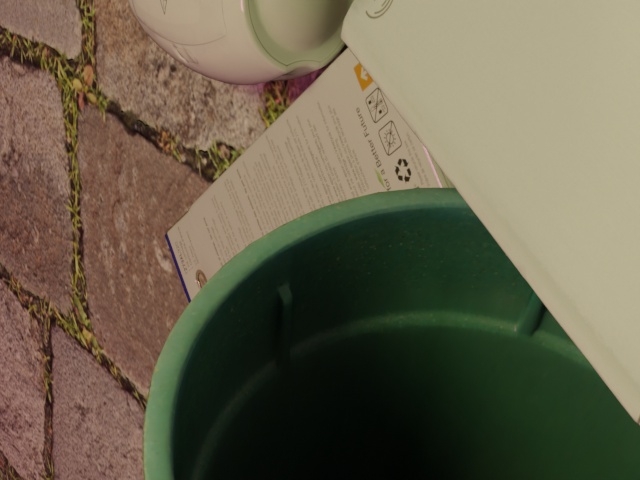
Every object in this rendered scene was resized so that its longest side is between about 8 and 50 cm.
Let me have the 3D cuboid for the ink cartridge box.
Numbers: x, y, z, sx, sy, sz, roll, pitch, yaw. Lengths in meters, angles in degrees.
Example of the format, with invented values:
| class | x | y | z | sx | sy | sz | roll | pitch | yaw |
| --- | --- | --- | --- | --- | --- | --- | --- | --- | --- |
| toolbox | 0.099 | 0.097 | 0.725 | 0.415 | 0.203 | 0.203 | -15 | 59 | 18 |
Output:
| class | x | y | z | sx | sy | sz | roll | pitch | yaw |
| --- | --- | --- | --- | --- | --- | --- | --- | --- | --- |
| ink cartridge box | 0.000 | 0.000 | 0.866 | 0.371 | 0.069 | 0.175 | -36 | 72 | 51 |

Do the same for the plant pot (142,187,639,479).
| class | x | y | z | sx | sy | sz | roll | pitch | yaw |
| --- | --- | --- | --- | --- | --- | --- | --- | --- | --- |
| plant pot | 0.067 | 0.207 | 0.628 | 0.341 | 0.341 | 0.334 | 51 | 146 | 33 |

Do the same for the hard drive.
| class | x | y | z | sx | sy | sz | roll | pitch | yaw |
| --- | --- | --- | --- | --- | --- | --- | --- | --- | --- |
| hard drive | 0.144 | -0.099 | 0.524 | 0.233 | 0.047 | 0.353 | -58 | 39 | 25 |

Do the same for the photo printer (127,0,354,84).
| class | x | y | z | sx | sy | sz | roll | pitch | yaw |
| --- | --- | --- | --- | --- | --- | --- | --- | --- | --- |
| photo printer | -0.067 | -0.268 | 0.822 | 0.256 | 0.107 | 0.307 | 28 | 124 | 56 |
